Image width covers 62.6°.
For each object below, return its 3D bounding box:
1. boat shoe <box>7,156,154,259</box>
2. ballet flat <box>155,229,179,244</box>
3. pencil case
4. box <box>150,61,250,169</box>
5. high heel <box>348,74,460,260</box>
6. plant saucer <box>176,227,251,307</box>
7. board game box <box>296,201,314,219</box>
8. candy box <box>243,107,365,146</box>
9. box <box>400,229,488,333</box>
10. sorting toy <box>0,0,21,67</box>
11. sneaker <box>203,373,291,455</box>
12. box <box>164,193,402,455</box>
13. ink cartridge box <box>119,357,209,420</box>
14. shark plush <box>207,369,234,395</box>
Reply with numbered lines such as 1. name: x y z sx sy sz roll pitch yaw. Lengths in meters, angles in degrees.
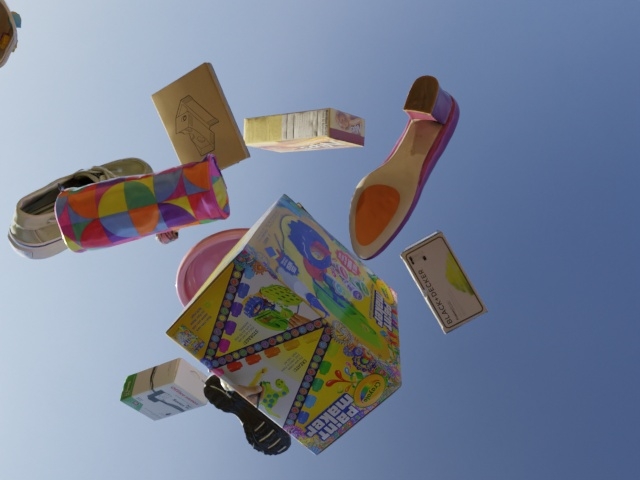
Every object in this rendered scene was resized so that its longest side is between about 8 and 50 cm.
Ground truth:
1. boat shoe: -0.386 -0.075 0.899 0.109 0.094 0.302 35 -140 1
2. ballet flat: -0.415 -0.086 1.515 0.079 0.076 0.221 -7 -124 11
3. pencil case: -0.247 -0.052 0.737 0.237 0.104 0.104 -11 -130 4
4. box: -0.247 -0.234 1.077 0.165 0.201 0.021 -18 -171 29
5. high heel: 0.114 -0.084 0.689 0.082 0.117 0.243 17 -92 29
6. plant saucer: -0.215 0.095 1.415 0.333 0.332 0.084 -22 -144 3
7. board game box: 0.000 0.000 1.669 0.030 0.259 0.136 -35 -133 -4
8. candy box: -0.050 -0.318 1.549 0.317 0.183 0.087 2 -87 36
9. box: 0.244 0.071 1.063 0.087 0.290 0.169 -30 -95 11
10. sorting toy: -0.335 -0.210 0.547 0.075 0.045 0.083 42 -77 38
11. sneaker: -0.168 0.415 1.305 0.100 0.271 0.108 -40 -175 8
12. box: -0.035 0.111 0.828 0.177 0.279 0.290 -45 -171 18
13. ink cartridge box: -0.450 0.438 1.542 0.209 0.153 0.086 -23 -140 21
14. shark plush: -0.148 0.245 1.053 0.067 0.073 0.161 -23 -173 34
